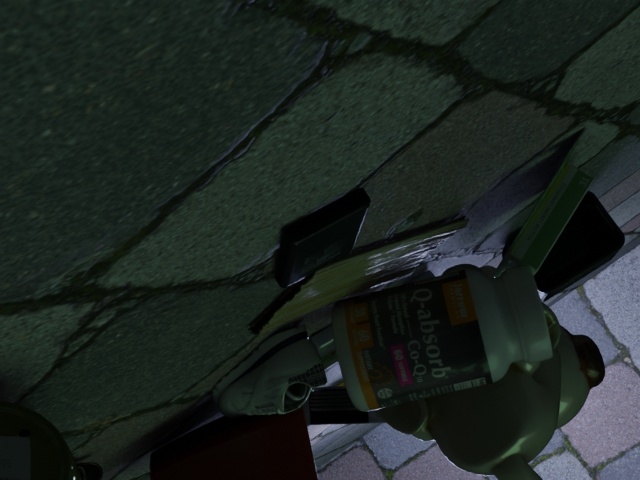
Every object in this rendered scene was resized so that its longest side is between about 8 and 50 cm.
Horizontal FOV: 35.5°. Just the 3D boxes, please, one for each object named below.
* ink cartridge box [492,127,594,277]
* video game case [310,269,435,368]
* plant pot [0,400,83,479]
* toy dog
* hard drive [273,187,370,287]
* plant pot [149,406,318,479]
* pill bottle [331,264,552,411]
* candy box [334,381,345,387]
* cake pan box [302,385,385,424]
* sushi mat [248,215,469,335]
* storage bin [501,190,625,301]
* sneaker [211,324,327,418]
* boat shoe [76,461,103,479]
[{"bbox_3d":[0.324,-0.036,1.410,0.171,0.056,0.235,-55,172,-16],"label":"ink cartridge box"},{"bbox_3d":[0.069,0.142,1.630,0.227,0.026,0.206,-28,165,-20],"label":"video game case"},{"bbox_3d":[-0.314,0.290,0.921,0.274,0.275,0.294,-20,146,-39],"label":"plant pot"},{"bbox_3d":[0.319,0.221,1.654,0.285,0.395,0.408,-52,154,19],"label":"toy dog"},{"bbox_3d":[0.000,0.000,1.036,0.094,0.022,0.135,-28,165,-16],"label":"hard drive"},{"bbox_3d":[-0.132,0.400,1.542,0.235,0.267,0.267,-11,176,-11],"label":"plant pot"},{"bbox_3d":[0.165,0.129,1.374,0.278,0.162,0.162,-15,167,7],"label":"pill bottle"},{"bbox_3d":[0.011,0.361,2.205,0.206,0.027,0.105,-39,161,21],"label":"candy box"},{"bbox_3d":[0.064,0.299,1.829,0.245,0.070,0.267,-7,172,18],"label":"cake pan box"},{"bbox_3d":[0.058,0.041,1.297,0.316,0.019,0.151,-17,158,-45],"label":"sushi mat"},{"bbox_3d":[0.420,0.011,1.742,0.180,0.122,0.084,-31,165,-6],"label":"storage bin"},{"bbox_3d":[-0.076,0.211,1.417,0.090,0.095,0.235,-22,163,-41],"label":"sneaker"},{"bbox_3d":[-0.332,0.315,1.318,0.038,0.046,0.125,-37,157,33],"label":"boat shoe"}]
